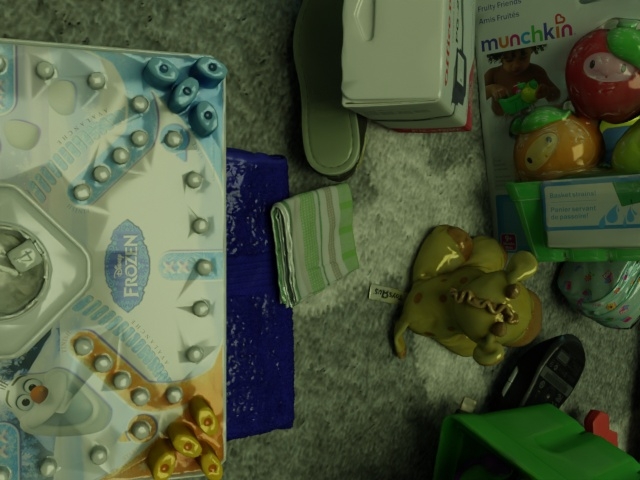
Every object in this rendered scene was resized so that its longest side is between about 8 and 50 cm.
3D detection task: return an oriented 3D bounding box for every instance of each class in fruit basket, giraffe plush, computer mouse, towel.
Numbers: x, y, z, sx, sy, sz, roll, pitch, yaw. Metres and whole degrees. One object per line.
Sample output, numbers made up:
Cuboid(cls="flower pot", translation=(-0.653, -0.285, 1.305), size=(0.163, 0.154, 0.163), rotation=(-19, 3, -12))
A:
Cuboid(cls="fruit basket", translation=(0.237, 0.362, 0.780), size=(0.392, 0.392, 0.283), rotation=(-16, 122, -32))
Cuboid(cls="giraffe plush", translation=(0.193, 0.073, 0.885), size=(0.210, 0.170, 0.181), rotation=(-6, 96, -33))
Cuboid(cls="fruit basket", translation=(0.345, -0.146, 0.888), size=(0.165, 0.327, 0.353), rotation=(-26, 110, -53))
Cuboid(cls="computer mouse", translation=(0.250, 0.224, 1.002), size=(0.184, 0.060, 0.262), rotation=(30, 88, -35))
Cuboid(cls="towel", translation=(0.000, 0.000, 0.805), size=(0.152, 0.023, 0.113), rotation=(-23, 112, -56))
Cuboid(cls="towel", translation=(-0.121, 0.059, 0.735), size=(0.228, 0.076, 0.308), rotation=(-4, 95, -32))

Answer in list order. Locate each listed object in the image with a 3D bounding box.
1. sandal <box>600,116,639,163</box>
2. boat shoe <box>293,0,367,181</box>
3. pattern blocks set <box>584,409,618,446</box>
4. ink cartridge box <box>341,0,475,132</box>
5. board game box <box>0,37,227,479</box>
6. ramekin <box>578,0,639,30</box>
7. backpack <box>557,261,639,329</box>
Cuboid(cls="sandal", translation=(0.481, -0.128, 1.086), size=(0.317, 0.126, 0.138), rotation=(1, 99, -39))
Cuboid(cls="boat shoe", translation=(0.014, -0.179, 0.817), size=(0.081, 0.069, 0.227), rotation=(0, 83, 10))
Cuboid(cls="pattern blocks set", translation=(0.401, 0.448, 1.088), size=(0.285, 0.026, 0.325), rotation=(-38, 112, -26))
Cuboid(cls="ink cartridge box", translation=(0.103, -0.213, 0.780), size=(0.237, 0.100, 0.172), rotation=(-6, 97, -71))
Cuboid(cls="board game box", translation=(-0.265, 0.026, 0.599), size=(0.390, 0.050, 0.390), rotation=(0, 92, -21))
Cuboid(cls="ramekin", translation=(0.399, -0.403, 1.020), size=(0.273, 0.127, 0.273), rotation=(-2, 93, -33))
Cuboid(cls="backpack", translation=(0.434, 0.035, 1.072), size=(0.115, 0.152, 0.182), rotation=(30, 89, -26))
